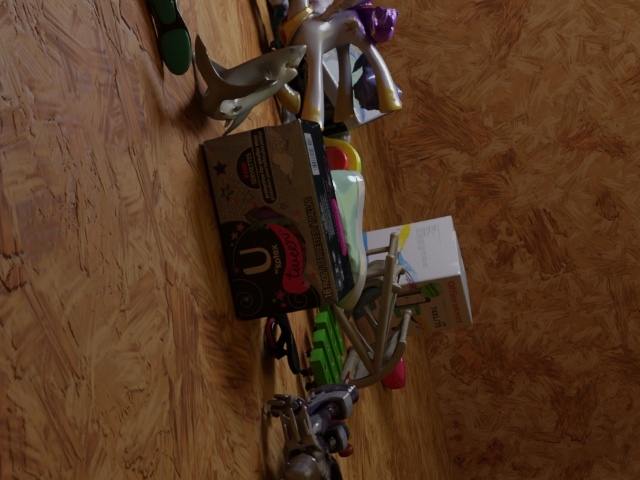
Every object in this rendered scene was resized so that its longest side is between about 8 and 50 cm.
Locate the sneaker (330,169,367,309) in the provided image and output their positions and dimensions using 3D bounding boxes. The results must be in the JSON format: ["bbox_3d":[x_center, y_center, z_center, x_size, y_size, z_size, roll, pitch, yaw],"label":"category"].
[{"bbox_3d":[0.000,0.000,1.788,0.094,0.151,0.256,-4,-93,59],"label":"sneaker"}]

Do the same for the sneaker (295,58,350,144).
[{"bbox_3d":[0.007,-0.272,2.145,0.118,0.110,0.292,79,4,-68],"label":"sneaker"}]

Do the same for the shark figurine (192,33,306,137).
[{"bbox_3d":[-0.132,-0.212,1.309,0.116,0.166,0.278,49,22,-1],"label":"shark figurine"}]

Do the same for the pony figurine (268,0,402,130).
[{"bbox_3d":[0.038,-0.409,1.879,0.303,0.351,0.363,8,-66,63],"label":"pony figurine"}]

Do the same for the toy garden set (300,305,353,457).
[{"bbox_3d":[0.012,0.241,1.737,0.244,0.049,0.204,-79,155,-68],"label":"toy garden set"}]

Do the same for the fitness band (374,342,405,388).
[{"bbox_3d":[0.175,0.258,2.672,0.209,0.054,0.291,47,32,-68],"label":"fitness band"}]

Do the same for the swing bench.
[{"bbox_3d":[0.099,0.140,2.001,0.253,0.165,0.254,-58,137,-77],"label":"swing bench"}]

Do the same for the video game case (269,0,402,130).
[{"bbox_3d":[0.038,-0.401,2.118,0.329,0.036,0.300,59,26,-2],"label":"video game case"}]

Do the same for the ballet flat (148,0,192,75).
[{"bbox_3d":[-0.180,-0.258,1.199,0.041,0.041,0.114,-71,150,-72],"label":"ballet flat"}]

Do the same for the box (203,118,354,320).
[{"bbox_3d":[-0.055,-0.030,1.359,0.163,0.142,0.247,-26,103,-79],"label":"box"}]

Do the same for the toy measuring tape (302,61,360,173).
[{"bbox_3d":[0.024,-0.206,2.015,0.121,0.121,0.330,45,41,-73],"label":"toy measuring tape"}]

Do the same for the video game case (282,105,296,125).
[{"bbox_3d":[-0.053,-0.181,1.930,0.166,0.015,0.119,-92,167,-45],"label":"video game case"}]

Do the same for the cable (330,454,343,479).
[{"bbox_3d":[0.033,0.460,1.663,0.287,0.072,0.139,50,46,-47],"label":"cable"}]

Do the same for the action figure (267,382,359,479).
[{"bbox_3d":[-0.013,0.293,1.394,0.285,0.099,0.185,-31,117,-76],"label":"action figure"}]

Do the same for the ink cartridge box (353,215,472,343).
[{"bbox_3d":[0.210,0.095,2.384,0.197,0.270,0.198,-91,166,-45],"label":"ink cartridge box"}]

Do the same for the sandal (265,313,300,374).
[{"bbox_3d":[-0.061,0.141,1.462,0.179,0.040,0.067,-114,-168,-60],"label":"sandal"}]
